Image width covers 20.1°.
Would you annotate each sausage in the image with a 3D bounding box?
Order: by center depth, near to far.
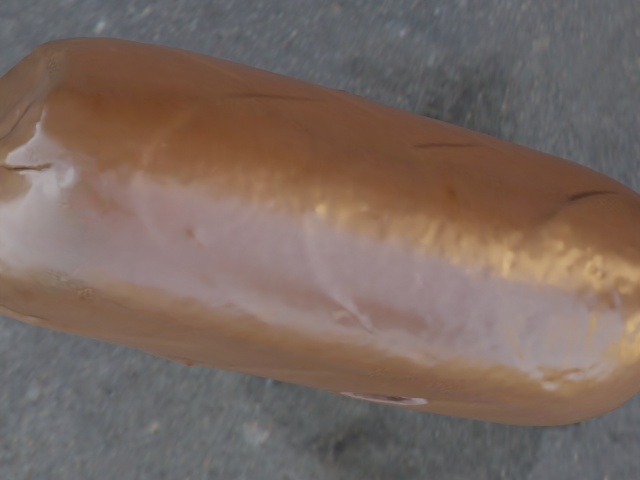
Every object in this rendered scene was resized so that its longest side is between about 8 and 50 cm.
[{"bbox_3d":[-0.001,0.000,0.723,0.304,0.121,0.121,13,113,-27],"label":"sausage"}]
